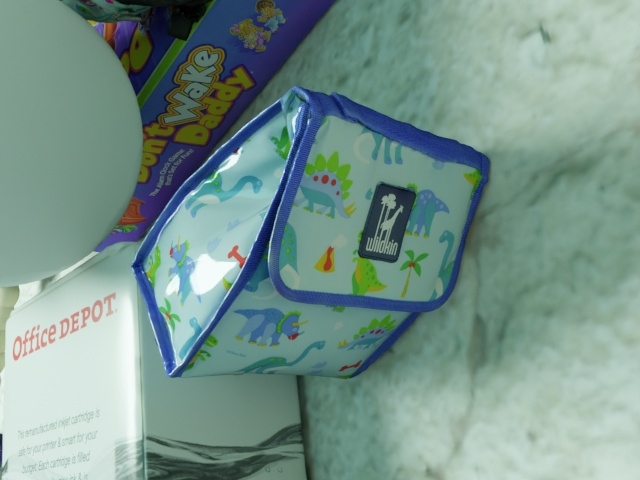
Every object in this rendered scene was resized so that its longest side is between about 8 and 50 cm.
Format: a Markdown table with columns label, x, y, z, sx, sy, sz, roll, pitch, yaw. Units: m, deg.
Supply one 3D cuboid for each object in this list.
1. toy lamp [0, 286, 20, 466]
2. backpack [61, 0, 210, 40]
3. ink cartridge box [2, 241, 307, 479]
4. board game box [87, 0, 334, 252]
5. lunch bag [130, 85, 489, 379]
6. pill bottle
| label | x | y | z | sx | sy | sz | roll | pitch | yaw |
| --- | --- | --- | --- | --- | --- | --- | --- | --- | --- |
| toy lamp | -0.362 | 0.148 | 0.817 | 0.080 | 0.080 | 0.275 | 17 | 96 | 50 |
| backpack | -0.145 | -0.209 | 0.478 | 0.182 | 0.115 | 0.152 | 9 | 91 | 49 |
| ink cartridge box | -0.113 | 0.169 | 0.487 | 0.211 | 0.121 | 0.289 | -23 | 66 | 45 |
| board game box | -0.132 | -0.181 | 0.608 | 0.347 | 0.078 | 0.233 | -43 | 53 | 36 |
| lunch bag | 0.000 | 0.000 | 0.381 | 0.151 | 0.128 | 0.096 | -52 | 49 | 27 |
| pill bottle | -0.289 | -0.070 | 0.550 | 0.361 | 0.204 | 0.204 | 7 | 89 | 50 |
